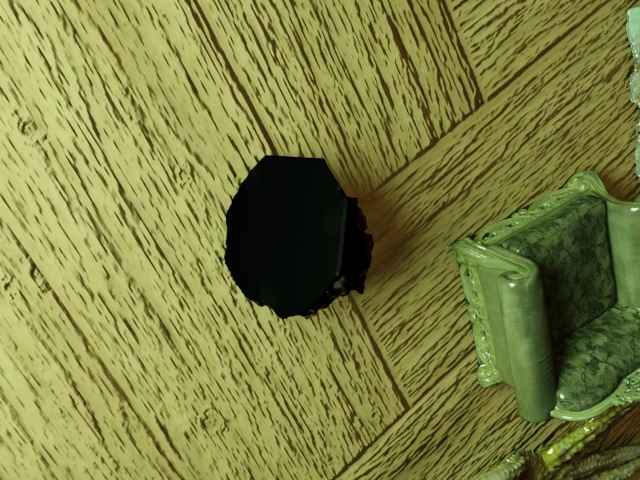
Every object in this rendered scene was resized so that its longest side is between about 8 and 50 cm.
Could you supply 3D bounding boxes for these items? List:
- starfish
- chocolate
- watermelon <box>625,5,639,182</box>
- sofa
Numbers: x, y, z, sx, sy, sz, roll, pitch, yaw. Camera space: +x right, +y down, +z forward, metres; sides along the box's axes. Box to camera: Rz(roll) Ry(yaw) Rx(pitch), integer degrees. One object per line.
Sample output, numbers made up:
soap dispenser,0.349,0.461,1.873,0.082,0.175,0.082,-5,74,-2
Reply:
starfish,0.315,0.304,1.287,0.384,0.132,0.398,-34,128,-15
chocolate,0.000,0.000,1.019,0.133,0.156,0.156,5,100,-55
watermelon,0.444,-0.179,1.307,0.154,0.094,0.241,-8,108,-43
sofa,0.297,0.061,1.194,0.258,0.182,0.200,-26,115,-27
